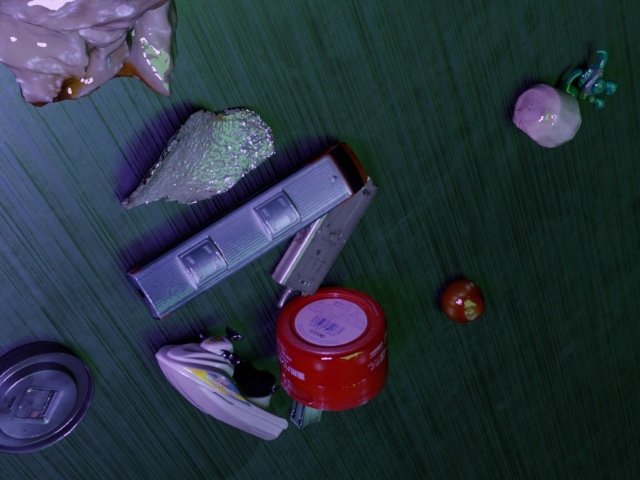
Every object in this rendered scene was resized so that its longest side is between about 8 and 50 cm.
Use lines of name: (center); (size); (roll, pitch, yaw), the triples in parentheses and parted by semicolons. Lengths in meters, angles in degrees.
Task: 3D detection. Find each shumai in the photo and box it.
shumai: (-0.256, -0.298, 1.251); (0.324, 0.397, 0.323); (8, 141, 0)

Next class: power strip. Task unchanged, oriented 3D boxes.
power strip: (0.000, 0.000, 1.865); (0.092, 0.034, 0.268); (21, 105, -46)

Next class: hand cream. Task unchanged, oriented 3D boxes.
hand cream: (0.020, 0.179, 1.897); (0.193, 0.193, 0.125); (-23, 129, -25)

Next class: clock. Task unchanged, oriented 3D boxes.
clock: (-0.428, 0.234, 1.683); (0.184, 0.040, 0.184); (-21, 131, -27)

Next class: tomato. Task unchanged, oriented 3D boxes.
tomato: (0.272, 0.116, 2.136); (0.087, 0.075, 0.087); (-17, 127, -24)

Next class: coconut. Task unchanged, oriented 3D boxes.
coconut: (0.404, -0.219, 1.994); (0.124, 0.110, 0.110); (18, 106, -42)

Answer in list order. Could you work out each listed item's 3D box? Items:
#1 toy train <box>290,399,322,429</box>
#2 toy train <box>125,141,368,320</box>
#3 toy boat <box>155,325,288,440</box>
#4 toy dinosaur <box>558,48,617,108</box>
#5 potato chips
toy train: (-0.022, 0.296, 2.054); (0.056, 0.038, 0.093); (-13, 126, -35)
toy train: (-0.098, -0.021, 1.718); (0.409, 0.089, 0.086); (-33, 99, -15)
toy boat: (-0.153, 0.227, 1.835); (0.141, 0.141, 0.269); (-42, 134, -7)
toy dinosaur: (0.480, -0.286, 2.038); (0.096, 0.059, 0.132); (9, 121, -36)
potato chips: (-0.175, -0.111, 1.633); (0.228, 0.059, 0.167); (-12, 132, -39)
